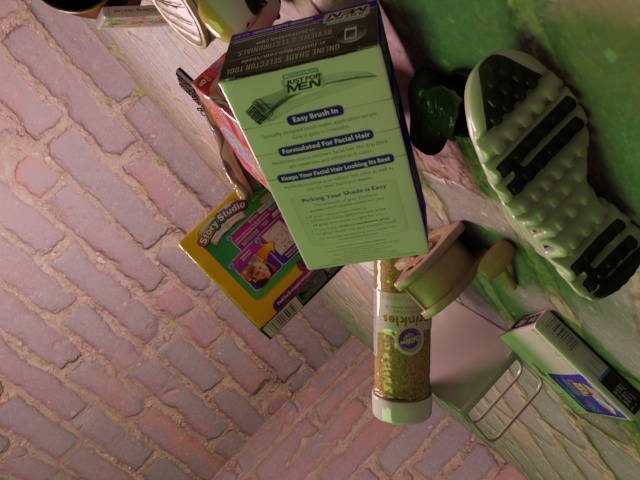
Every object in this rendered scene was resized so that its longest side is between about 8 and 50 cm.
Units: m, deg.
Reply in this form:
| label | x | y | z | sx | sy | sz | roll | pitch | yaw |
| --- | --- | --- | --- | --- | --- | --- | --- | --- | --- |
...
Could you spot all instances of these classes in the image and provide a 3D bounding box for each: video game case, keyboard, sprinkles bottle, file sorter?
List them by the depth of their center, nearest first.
| label | x | y | z | sx | sy | sz | roll | pitch | yaw |
| --- | --- | --- | --- | --- | --- | --- | --- | --- | --- |
| sprinkles bottle | 0.162 | 0.178 | 1.231 | 0.121 | 0.121 | 0.356 | -159 | 67 | -70 |
| video game case | -0.349 | -0.453 | 1.257 | 0.212 | 0.193 | 0.023 | -153 | 55 | -64 |
| file sorter | 0.315 | 0.276 | 1.363 | 0.173 | 0.193 | 0.277 | 49 | 171 | -33 |
| keyboard | -0.327 | -0.388 | 1.911 | 0.317 | 0.033 | 0.201 | 45 | 171 | 15 |

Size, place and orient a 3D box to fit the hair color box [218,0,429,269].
| label | x | y | z | sx | sy | sz | roll | pitch | yaw |
| --- | --- | --- | --- | --- | --- | --- | --- | --- | --- |
| hair color box | 0.023 | -0.114 | 0.802 | 0.339 | 0.185 | 0.110 | 67 | -160 | -46 |

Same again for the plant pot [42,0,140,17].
| label | x | y | z | sx | sy | sz | roll | pitch | yaw |
| --- | --- | --- | --- | --- | --- | --- | --- | --- | --- |
| plant pot | -0.477 | -0.565 | 1.333 | 0.215 | 0.215 | 0.230 | 46 | -175 | 1 |

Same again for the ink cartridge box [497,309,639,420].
| label | x | y | z | sx | sy | sz | roll | pitch | yaw |
| --- | --- | --- | --- | --- | --- | --- | --- | --- | --- |
| ink cartridge box | 0.419 | 0.215 | 1.063 | 0.206 | 0.045 | 0.208 | 45 | 170 | 9 |

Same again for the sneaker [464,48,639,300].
| label | x | y | z | sx | sy | sz | roll | pitch | yaw |
| --- | --- | --- | --- | --- | --- | --- | --- | --- | --- |
| sneaker | 0.214 | -0.061 | 0.625 | 0.292 | 0.110 | 0.118 | 51 | 179 | -29 |

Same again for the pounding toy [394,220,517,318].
| label | x | y | z | sx | sy | sz | roll | pitch | yaw |
| --- | --- | --- | --- | --- | --- | --- | --- | --- | --- |
| pounding toy | 0.217 | 0.073 | 1.021 | 0.155 | 0.154 | 0.269 | 47 | 172 | -2 |

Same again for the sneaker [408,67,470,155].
| label | x | y | z | sx | sy | sz | roll | pitch | yaw |
| --- | --- | --- | --- | --- | --- | --- | --- | --- | --- |
| sneaker | 0.148 | -0.139 | 0.726 | 0.089 | 0.051 | 0.170 | 44 | 169 | 32 |

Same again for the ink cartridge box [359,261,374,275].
| label | x | y | z | sx | sy | sz | roll | pitch | yaw |
| --- | --- | --- | --- | --- | --- | --- | --- | --- | --- |
| ink cartridge box | 0.144 | 0.046 | 1.584 | 0.224 | 0.056 | 0.181 | 41 | 170 | 39 |

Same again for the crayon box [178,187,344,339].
| label | x | y | z | sx | sy | sz | roll | pitch | yaw |
| --- | --- | --- | --- | --- | --- | --- | --- | --- | --- |
| crayon box | -0.104 | -0.005 | 1.486 | 0.313 | 0.363 | 0.106 | 42 | 171 | 24 |

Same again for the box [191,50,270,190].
| label | x | y | z | sx | sy | sz | roll | pitch | yaw |
| --- | --- | --- | --- | --- | --- | --- | --- | --- | --- |
| box | -0.107 | -0.227 | 1.226 | 0.154 | 0.142 | 0.300 | 42 | 171 | 28 |

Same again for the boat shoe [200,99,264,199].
| label | x | y | z | sx | sy | sz | roll | pitch | yaw |
| --- | --- | --- | --- | --- | --- | --- | --- | --- | --- |
| boat shoe | -0.193 | -0.260 | 1.512 | 0.132 | 0.130 | 0.356 | 72 | 175 | -65 |

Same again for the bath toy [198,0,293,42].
| label | x | y | z | sx | sy | sz | roll | pitch | yaw |
| --- | --- | --- | --- | --- | --- | --- | --- | --- | --- |
| bath toy | -0.049 | -0.271 | 0.854 | 0.348 | 0.151 | 0.129 | 47 | 136 | -8 |

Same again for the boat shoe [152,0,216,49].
| label | x | y | z | sx | sy | sz | roll | pitch | yaw |
| --- | --- | --- | --- | --- | --- | --- | --- | --- | --- |
| boat shoe | -0.220 | -0.431 | 0.973 | 0.113 | 0.103 | 0.302 | 29 | 165 | 20 |
